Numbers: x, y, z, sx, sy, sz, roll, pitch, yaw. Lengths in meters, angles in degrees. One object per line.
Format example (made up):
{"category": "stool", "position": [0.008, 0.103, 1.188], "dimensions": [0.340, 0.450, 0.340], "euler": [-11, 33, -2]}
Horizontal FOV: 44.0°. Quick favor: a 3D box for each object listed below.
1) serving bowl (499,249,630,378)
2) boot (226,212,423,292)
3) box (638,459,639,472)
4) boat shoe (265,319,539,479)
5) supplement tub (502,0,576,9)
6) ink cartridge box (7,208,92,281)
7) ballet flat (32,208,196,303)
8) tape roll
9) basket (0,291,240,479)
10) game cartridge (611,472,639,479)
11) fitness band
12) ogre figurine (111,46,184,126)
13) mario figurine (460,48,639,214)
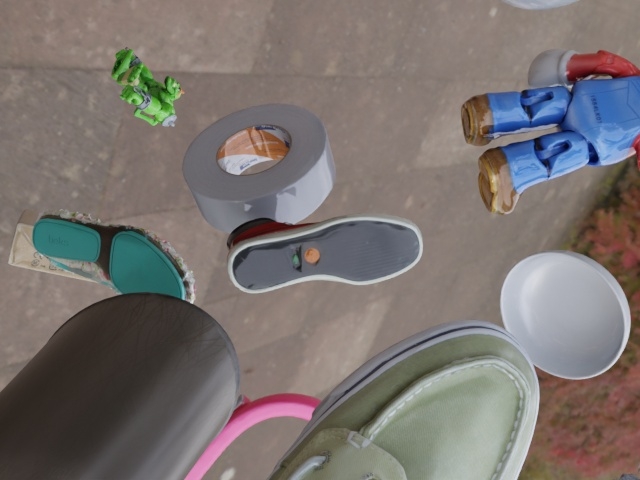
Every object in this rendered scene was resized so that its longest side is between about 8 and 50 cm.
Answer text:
{"category": "serving bowl", "position": [0.156, 0.043, 0.497], "dimensions": [0.027, 0.083, 0.083], "euler": [-21, 136, -43]}
{"category": "boot", "position": [0.000, 0.000, 1.027], "dimensions": [0.176, 0.245, 0.088], "euler": [-118, -158, -76]}
{"category": "box", "position": [0.493, 0.251, 0.945], "dimensions": [0.091, 0.171, 0.130], "euler": [-43, 154, -53]}
{"category": "boat shoe", "position": [0.009, 0.149, 0.356], "dimensions": [0.302, 0.109, 0.094], "euler": [-42, -176, -22]}
{"category": "supplement tub", "position": [0.019, -0.249, 0.324], "dimensions": [0.316, 0.193, 0.193], "euler": [24, 100, -18]}
{"category": "ink cartridge box", "position": [-0.484, 0.015, 1.572], "dimensions": [0.235, 0.193, 0.088], "euler": [13, 97, -19]}
{"category": "ballet flat", "position": [-0.221, 0.016, 0.897], "dimensions": [0.077, 0.241, 0.091], "euler": [-8, 117, -61]}
{"category": "tape roll", "position": [-0.090, -0.109, 1.178], "dimensions": [0.219, 0.219, 0.072], "euler": [-43, 140, -25]}
{"category": "basket", "position": [-0.178, 0.160, 0.550], "dimensions": [0.204, 0.154, 0.227], "euler": [-35, -171, 23]}
{"category": "game cartridge", "position": [0.377, 0.412, 0.990], "dimensions": [0.297, 0.198, 0.062], "euler": [-15, 125, -31]}
{"category": "fitness band", "position": [-0.080, 0.339, 1.131], "dimensions": [0.291, 0.209, 0.054], "euler": [-50, -169, 13]}
{"category": "ogre figurine", "position": [-0.318, -0.274, 1.442], "dimensions": [0.096, 0.197, 0.118], "euler": [-53, 127, -5]}
{"category": "mario figurine", "position": [0.322, -0.113, 0.854], "dimensions": [0.170, 0.321, 0.198], "euler": [-88, 166, -73]}
